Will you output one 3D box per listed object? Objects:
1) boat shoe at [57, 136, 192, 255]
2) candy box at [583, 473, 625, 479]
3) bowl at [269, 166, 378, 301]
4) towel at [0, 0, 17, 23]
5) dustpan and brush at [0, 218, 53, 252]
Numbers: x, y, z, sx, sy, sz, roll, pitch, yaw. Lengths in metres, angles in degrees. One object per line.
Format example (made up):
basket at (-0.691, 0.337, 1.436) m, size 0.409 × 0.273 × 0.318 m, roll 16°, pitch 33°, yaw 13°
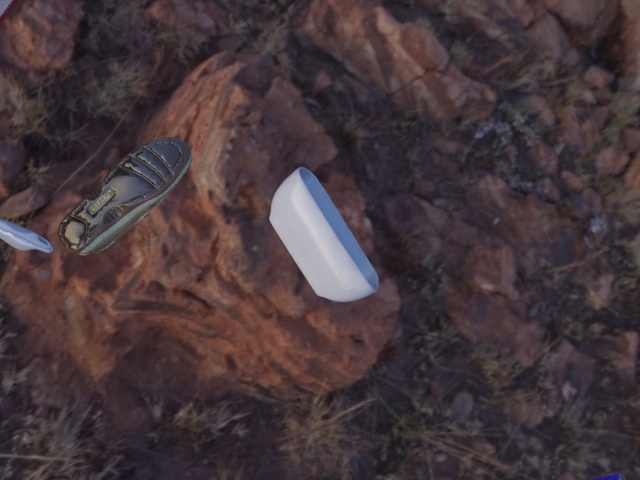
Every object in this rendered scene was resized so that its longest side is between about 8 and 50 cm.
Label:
boat shoe at (-0.226, -0.052, 0.940) m, size 0.068 × 0.190 × 0.072 m, roll 56°, pitch 6°, yaw 20°
candy box at (0.236, 0.420, 0.945) m, size 0.317 × 0.268 × 0.122 m, roll -21°, pitch 88°, yaw -59°
bowl at (0.000, 0.000, 0.776) m, size 0.142 × 0.053 × 0.142 m, roll 57°, pitch 6°, yaw -1°
towel at (-0.482, -0.254, 0.840) m, size 0.037 × 0.237 × 0.329 m, roll 59°, pitch 30°, yaw 10°
dustpan and brush at (-0.358, -0.027, 0.734) m, size 0.211 × 0.060 × 0.147 m, roll 33°, pitch 17°, yaw -15°
